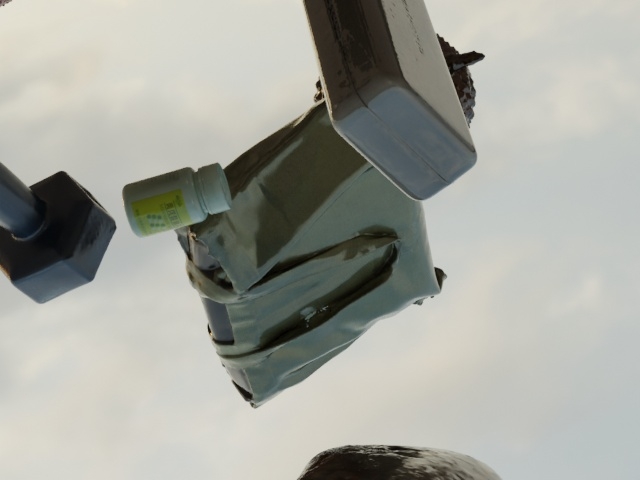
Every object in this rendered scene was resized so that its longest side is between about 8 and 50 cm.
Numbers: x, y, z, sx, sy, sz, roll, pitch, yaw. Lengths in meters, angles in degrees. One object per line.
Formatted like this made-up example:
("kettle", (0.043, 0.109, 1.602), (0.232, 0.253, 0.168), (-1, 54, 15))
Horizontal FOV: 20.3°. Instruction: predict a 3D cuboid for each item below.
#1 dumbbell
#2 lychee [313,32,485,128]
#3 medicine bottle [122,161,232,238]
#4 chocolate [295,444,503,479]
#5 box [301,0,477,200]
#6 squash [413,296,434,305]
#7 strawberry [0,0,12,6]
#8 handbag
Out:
("dumbbell", (-0.372, -0.062, 2.016), (0.143, 0.316, 0.156), (5, -117, 37))
("lychee", (0.085, -0.157, 1.859), (0.197, 0.165, 0.165), (-38, -170, 37))
("medicine bottle", (-0.118, -0.034, 1.460), (0.083, 0.047, 0.047), (-15, -153, 7))
("chocolate", (0.033, 0.204, 1.233), (0.185, 0.100, 0.303), (-3, -170, 17))
("box", (0.036, -0.134, 1.175), (0.055, 0.103, 0.244), (-37, -143, 19))
("squash", (0.009, 0.013, 1.995), (0.258, 0.069, 0.069), (21, -138, 26))
("strawberry", (-0.349, -0.285, 1.859), (0.106, 0.106, 0.106), (-12, -153, 6))
("handbag", (-0.002, 0.004, 1.656), (0.253, 0.316, 0.109), (-34, -128, -15))
